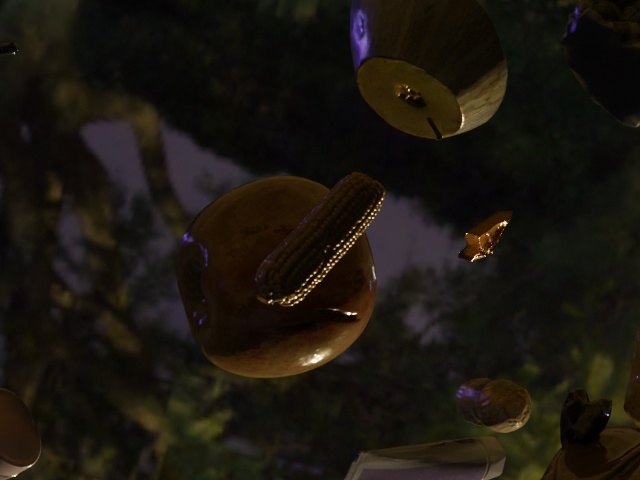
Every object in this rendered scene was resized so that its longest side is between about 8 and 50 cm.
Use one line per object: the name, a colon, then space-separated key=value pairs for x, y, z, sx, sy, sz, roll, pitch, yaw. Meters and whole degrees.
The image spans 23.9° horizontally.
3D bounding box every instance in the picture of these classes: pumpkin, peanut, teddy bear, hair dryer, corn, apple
pumpkin: x=0.098 y=-0.192 z=1.668 sx=0.217 sy=0.217 sz=0.110 roll=20 pitch=-130 yaw=29
peanut: x=0.282 y=0.268 z=2.470 sx=0.087 sy=0.087 sz=0.206 roll=13 pitch=174 yaw=-15
teddy bear: x=0.349 y=-0.248 z=1.571 sx=0.171 sy=0.251 sz=0.144 roll=30 pitch=152 yaw=20
hair dryer: x=-0.356 y=-0.211 z=1.657 sx=0.026 sy=0.047 sz=0.083 roll=26 pitch=163 yaw=-39
pumpkin: x=0.253 y=-0.005 z=2.283 sx=0.101 sy=0.073 sz=0.035 roll=-30 pitch=-120 yaw=-31
corn: x=0.000 y=0.000 z=1.799 sx=0.068 sy=0.207 sz=0.068 roll=39 pitch=162 yaw=15
apple: x=-0.069 y=0.051 z=1.956 sx=0.264 sy=0.264 sz=0.264 roll=15 pitch=-171 yaw=-2

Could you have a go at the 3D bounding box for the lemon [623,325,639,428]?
lemon: x=0.601 y=0.198 z=2.034 sx=0.387 sy=0.350 sz=0.350 roll=-12 pitch=-171 yaw=2

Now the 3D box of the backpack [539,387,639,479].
backpack: x=0.273 y=0.359 z=1.595 sx=0.201 sy=0.353 sz=0.378 roll=29 pitch=-156 yaw=24

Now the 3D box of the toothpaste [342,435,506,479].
toothpaste: x=0.161 y=0.367 z=2.414 sx=0.371 sy=0.125 sz=0.080 roll=-3 pitch=-145 yaw=-48

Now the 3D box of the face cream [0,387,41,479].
face cream: x=-0.431 y=0.261 z=1.915 sx=0.073 sy=0.107 sz=0.269 roll=-28 pitch=178 yaw=-33
